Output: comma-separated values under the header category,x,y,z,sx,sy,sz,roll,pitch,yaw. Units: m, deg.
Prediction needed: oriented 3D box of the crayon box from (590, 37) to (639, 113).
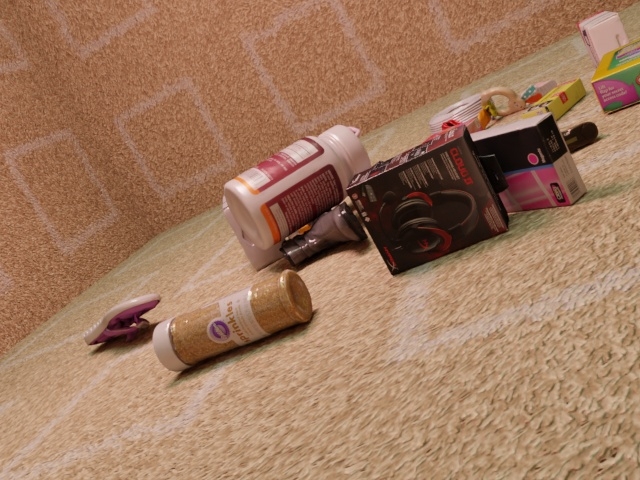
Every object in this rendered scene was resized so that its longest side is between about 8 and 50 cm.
category,x,y,z,sx,sy,sz,roll,pitch,yaw
crayon box,0.912,-0.478,1.739,0.363,0.106,0.313,-20,17,36

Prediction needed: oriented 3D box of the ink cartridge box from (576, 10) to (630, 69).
category,x,y,z,sx,sy,sz,roll,pitch,yaw
ink cartridge box,0.927,-0.643,2.191,0.100,0.171,0.237,-24,14,19

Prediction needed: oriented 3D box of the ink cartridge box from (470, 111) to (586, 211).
category,x,y,z,sx,sy,sz,roll,pitch,yaw
ink cartridge box,0.368,-0.147,1.436,0.069,0.175,0.371,-35,14,-25

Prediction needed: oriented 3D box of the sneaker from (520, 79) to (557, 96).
category,x,y,z,sx,sy,sz,roll,pitch,yaw
sneaker,0.752,-0.519,2.357,0.134,0.050,0.070,-26,11,-3

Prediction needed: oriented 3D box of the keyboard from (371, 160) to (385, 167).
category,x,y,z,sx,sy,sz,roll,pitch,yaw
keyboard,0.243,-0.289,2.594,0.108,0.023,0.180,-29,14,-4

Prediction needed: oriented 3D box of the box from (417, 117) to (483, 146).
category,x,y,z,sx,sy,sz,roll,pitch,yaw
box,0.313,-0.179,1.735,0.142,0.154,0.300,-14,18,47

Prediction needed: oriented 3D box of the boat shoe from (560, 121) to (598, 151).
category,x,y,z,sx,sy,sz,roll,pitch,yaw
boat shoe,0.564,-0.227,1.617,0.190,0.068,0.072,-17,2,8

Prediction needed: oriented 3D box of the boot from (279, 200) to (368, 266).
category,x,y,z,sx,sy,sz,roll,pitch,yaw
boot,0.000,0.000,1.830,0.223,0.118,0.338,-32,0,-1

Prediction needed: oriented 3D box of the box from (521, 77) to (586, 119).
category,x,y,z,sx,sy,sz,roll,pitch,yaw
box,0.700,-0.408,2.014,0.232,0.058,0.087,-37,14,-33

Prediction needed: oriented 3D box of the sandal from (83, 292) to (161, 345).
category,x,y,z,sx,sy,sz,roll,pitch,yaw
sandal,-0.594,0.262,2.077,0.169,0.102,0.416,-20,-9,-41

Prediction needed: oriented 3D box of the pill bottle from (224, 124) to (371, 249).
category,x,y,z,sx,sy,sz,roll,pitch,yaw
pill bottle,-0.061,-0.163,1.956,0.392,0.224,0.224,-33,13,-18

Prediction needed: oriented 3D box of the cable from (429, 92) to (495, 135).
category,x,y,z,sx,sy,sz,roll,pitch,yaw
cable,0.527,-0.466,2.529,0.257,0.089,0.257,-22,14,25

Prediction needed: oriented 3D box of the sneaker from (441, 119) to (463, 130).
category,x,y,z,sx,sy,sz,roll,pitch,yaw
sneaker,0.397,-0.313,2.124,0.221,0.128,0.087,-13,20,48

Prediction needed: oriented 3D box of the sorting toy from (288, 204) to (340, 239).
category,x,y,z,sx,sy,sz,roll,pitch,yaw
sorting toy,-0.016,-0.061,2.222,0.208,0.038,0.193,-29,13,-3

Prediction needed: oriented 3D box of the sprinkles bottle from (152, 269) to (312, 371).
category,x,y,z,sx,sy,sz,roll,pitch,yaw
sprinkles bottle,-0.195,0.179,1.482,0.356,0.121,0.121,-24,14,20

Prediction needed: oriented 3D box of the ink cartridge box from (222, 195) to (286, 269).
category,x,y,z,sx,sy,sz,roll,pitch,yaw
ink cartridge box,-0.212,-0.055,2.193,0.129,0.223,0.307,-28,13,-2

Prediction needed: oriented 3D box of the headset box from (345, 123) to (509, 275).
category,x,y,z,sx,sy,sz,roll,pitch,yaw
headset box,0.235,-0.087,1.391,0.293,0.218,0.110,-23,15,22

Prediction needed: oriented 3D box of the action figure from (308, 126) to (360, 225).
category,x,y,z,sx,sy,sz,roll,pitch,yaw
action figure,-0.010,-0.205,2.167,0.371,0.275,0.248,-10,15,-18

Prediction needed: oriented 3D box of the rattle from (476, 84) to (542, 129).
category,x,y,z,sx,sy,sz,roll,pitch,yaw
rattle,0.638,-0.448,2.288,0.200,0.130,0.142,7,40,23
